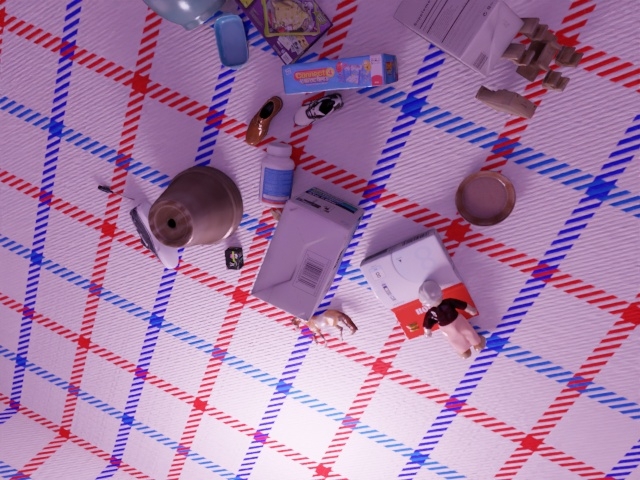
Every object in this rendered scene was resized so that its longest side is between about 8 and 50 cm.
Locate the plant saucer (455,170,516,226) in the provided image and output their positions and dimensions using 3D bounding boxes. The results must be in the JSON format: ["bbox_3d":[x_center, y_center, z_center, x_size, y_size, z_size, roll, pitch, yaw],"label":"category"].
[{"bbox_3d":[0.565,-0.146,1.667,0.198,0.036,0.199,5,111,14],"label":"plant saucer"}]

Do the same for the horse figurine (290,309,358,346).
[{"bbox_3d":[0.026,0.348,1.984,0.263,0.066,0.174,-20,109,24],"label":"horse figurine"}]

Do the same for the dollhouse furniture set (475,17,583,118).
[{"bbox_3d":[0.607,-0.509,1.455,0.212,0.161,0.242,19,105,-27],"label":"dollhouse furniture set"}]

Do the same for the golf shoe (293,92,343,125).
[{"bbox_3d":[-0.018,-0.457,1.692,0.198,0.094,0.077,-23,102,24],"label":"golf shoe"}]

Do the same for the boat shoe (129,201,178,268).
[{"bbox_3d":[-0.708,-0.009,2.043,0.102,0.108,0.301,-25,98,22],"label":"boat shoe"}]

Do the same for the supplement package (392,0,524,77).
[{"bbox_3d":[0.391,-0.635,1.397,0.293,0.177,0.175,50,120,32],"label":"supplement package"}]

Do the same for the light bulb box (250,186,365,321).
[{"bbox_3d":[-0.032,0.031,1.695,0.225,0.361,0.358,26,108,7],"label":"light bulb box"}]

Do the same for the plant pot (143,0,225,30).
[{"bbox_3d":[-0.438,-0.828,1.598,0.293,0.293,0.196,-22,129,22],"label":"plant pot"}]

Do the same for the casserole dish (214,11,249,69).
[{"bbox_3d":[-0.310,-0.704,1.717,0.114,0.037,0.188,-3,107,17],"label":"casserole dish"}]

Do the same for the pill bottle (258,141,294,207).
[{"bbox_3d":[-0.160,-0.243,1.791,0.124,0.124,0.221,13,113,11],"label":"pill bottle"}]

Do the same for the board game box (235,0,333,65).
[{"bbox_3d":[-0.144,-0.793,1.633,0.208,0.056,0.347,-36,97,28],"label":"board game box"}]

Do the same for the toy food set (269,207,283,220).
[{"bbox_3d":[-0.136,-0.091,1.898,0.078,0.019,0.122,-39,87,24],"label":"toy food set"}]

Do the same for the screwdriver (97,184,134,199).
[{"bbox_3d":[-0.873,-0.197,2.069,0.170,0.024,0.025,24,85,4],"label":"screwdriver"}]

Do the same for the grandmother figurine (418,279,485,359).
[{"bbox_3d":[0.466,0.287,1.783,0.208,0.104,0.342,-36,109,2],"label":"grandmother figurine"}]

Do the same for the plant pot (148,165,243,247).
[{"bbox_3d":[-0.501,-0.105,1.855,0.323,0.280,0.323,6,110,15],"label":"plant pot"}]

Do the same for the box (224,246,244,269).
[{"bbox_3d":[-0.356,0.074,2.000,0.062,0.052,0.083,3,111,15],"label":"box"}]

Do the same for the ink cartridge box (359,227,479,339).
[{"bbox_3d":[0.371,0.186,1.813,0.308,0.091,0.385,-26,99,23],"label":"ink cartridge box"}]

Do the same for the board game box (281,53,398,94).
[{"bbox_3d":[0.073,-0.524,1.526,0.308,0.302,0.086,-1,109,16],"label":"board game box"}]

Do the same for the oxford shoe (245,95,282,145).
[{"bbox_3d":[-0.221,-0.434,1.768,0.076,0.076,0.212,36,116,-1],"label":"oxford shoe"}]
